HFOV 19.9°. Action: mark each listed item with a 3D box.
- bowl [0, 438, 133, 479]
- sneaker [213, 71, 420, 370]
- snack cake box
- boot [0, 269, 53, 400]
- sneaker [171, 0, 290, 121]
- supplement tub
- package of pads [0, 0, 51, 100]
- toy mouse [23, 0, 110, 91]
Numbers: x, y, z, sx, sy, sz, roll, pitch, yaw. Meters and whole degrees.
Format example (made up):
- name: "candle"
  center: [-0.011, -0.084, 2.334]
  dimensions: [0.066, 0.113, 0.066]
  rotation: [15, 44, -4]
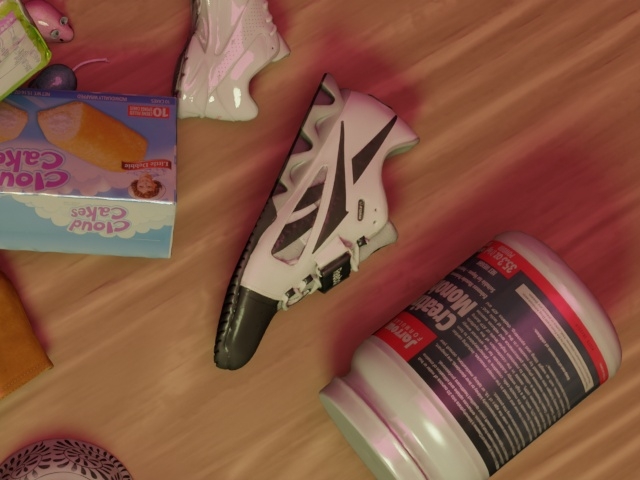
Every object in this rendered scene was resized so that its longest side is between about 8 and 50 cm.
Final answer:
- name: "bowl"
  center: [-0.266, 0.288, 1.859]
  dimensions: [0.170, 0.080, 0.170]
  rotation: [1, 86, -7]
- name: "sneaker"
  center: [0.000, 0.000, 1.895]
  dimensions: [0.146, 0.122, 0.330]
  rotation: [26, 83, -3]
- name: "snack cake box"
  center: [-0.279, -0.071, 1.845]
  dimensions: [0.264, 0.089, 0.152]
  rotation: [3, 47, -8]
- name: "boot"
  center: [-0.437, 0.122, 1.837]
  dimensions: [0.295, 0.104, 0.211]
  rotation: [-28, 90, -13]
- name: "sneaker"
  center: [-0.084, -0.233, 1.928]
  dimensions: [0.115, 0.090, 0.232]
  rotation: [11, 93, -14]
- name: "supplement tub"
  center: [0.154, 0.137, 1.871]
  dimensions: [0.272, 0.191, 0.191]
  rotation: [-38, 91, -9]
- name: "package of pads"
  center: [-0.437, -0.163, 1.791]
  dimensions: [0.296, 0.101, 0.229]
  rotation: [-40, 47, -12]
- name: "toy mouse"
  center: [-0.293, -0.197, 1.915]
  dimensions: [0.143, 0.031, 0.161]
  rotation: [7, 85, -7]
